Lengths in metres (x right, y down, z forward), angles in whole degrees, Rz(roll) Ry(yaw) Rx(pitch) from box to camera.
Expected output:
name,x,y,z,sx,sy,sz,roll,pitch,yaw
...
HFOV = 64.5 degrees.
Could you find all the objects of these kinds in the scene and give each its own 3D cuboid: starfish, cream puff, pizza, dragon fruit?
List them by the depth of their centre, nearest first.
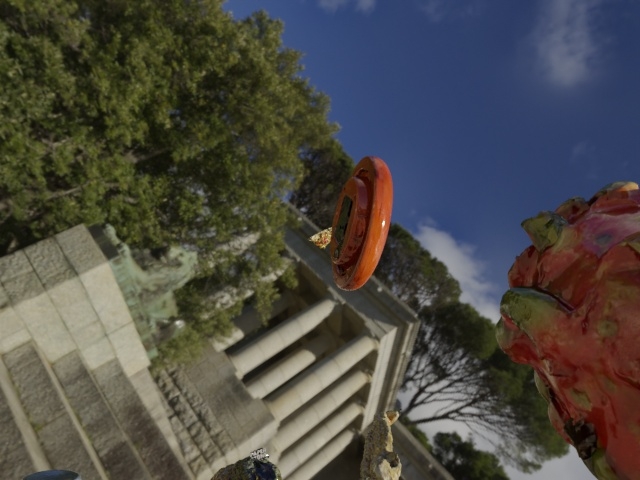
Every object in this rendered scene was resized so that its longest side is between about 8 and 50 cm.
name,x,y,z,sx,sy,sz,roll,pitch,yaw
dragon fruit,0.288,0.094,0.432,0.237,0.231,0.303,-50,-134,51
starfish,0.053,0.429,0.783,0.082,0.324,0.432,25,-7,7
cream puff,-0.165,0.567,1.167,0.183,0.183,0.169,43,-66,31
pizza,0.001,0.000,1.372,0.025,0.078,0.083,62,-35,27

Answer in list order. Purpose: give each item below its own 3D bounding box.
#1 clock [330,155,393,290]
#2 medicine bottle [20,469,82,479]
name,x,y,z,sx,sy,sz,roll,pitch,yaw
clock,0.054,-0.026,0.764,0.205,0.051,0.206,-167,-90,-79
medicine bottle,-0.382,0.429,0.693,0.083,0.083,0.203,-10,-107,61
